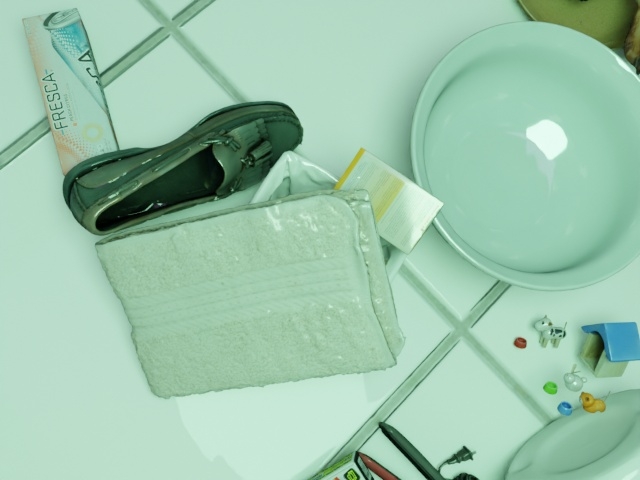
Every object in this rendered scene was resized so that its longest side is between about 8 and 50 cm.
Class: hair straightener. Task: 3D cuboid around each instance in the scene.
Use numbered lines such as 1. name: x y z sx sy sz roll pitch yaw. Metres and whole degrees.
1. hair straightener: 0.154 0.272 0.720 0.230 0.047 0.089 37 76 4

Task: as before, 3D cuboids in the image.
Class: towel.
1. towel: -0.068 0.059 0.647 0.282 0.049 0.187 -12 106 13

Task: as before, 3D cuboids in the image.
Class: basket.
1. basket: 0.000 0.000 0.718 0.167 0.103 0.113 32 77 -2

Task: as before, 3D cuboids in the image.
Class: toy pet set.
1. toy pet set: 0.297 0.124 0.733 0.114 0.122 0.065 0 121 -14

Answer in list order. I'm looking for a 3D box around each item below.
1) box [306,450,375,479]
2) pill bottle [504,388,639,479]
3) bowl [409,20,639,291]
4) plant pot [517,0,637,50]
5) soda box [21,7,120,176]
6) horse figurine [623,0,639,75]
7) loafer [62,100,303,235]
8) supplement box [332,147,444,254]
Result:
1. box: 0.045 0.338 0.681 0.114 0.036 0.207 -34 86 6
2. pill bottle: 0.367 0.353 0.663 0.204 0.204 0.361 -33 86 -13
3. bowl: 0.227 -0.084 0.755 0.297 0.134 0.298 2 80 -9
4. plant pot: 0.352 -0.357 0.877 0.236 0.032 0.236 2 79 -10
5. soda box: -0.270 -0.155 0.725 0.063 0.058 0.183 -16 84 -12
6. horse figurine: 0.443 -0.322 0.812 0.174 0.066 0.263 -11 68 15
7. loafer: -0.130 -0.069 0.697 0.267 0.096 0.084 -23 40 -18
8. supplement box: 0.065 -0.039 0.649 0.098 0.036 0.062 36 98 6
